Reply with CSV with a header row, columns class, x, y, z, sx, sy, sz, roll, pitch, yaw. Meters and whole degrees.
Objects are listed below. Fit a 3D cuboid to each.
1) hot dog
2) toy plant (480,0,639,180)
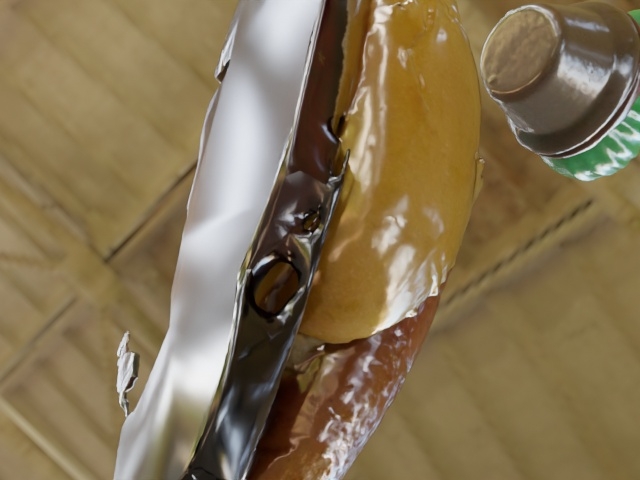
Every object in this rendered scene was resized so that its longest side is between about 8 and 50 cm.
class,x,y,z,sx,sy,sz,roll,pitch,yaw
hot dog,0.003,-0.004,0.865,0.107,0.326,0.194,23,-26,-15
toy plant,0.198,-0.115,1.459,0.200,0.143,0.105,18,22,-52
